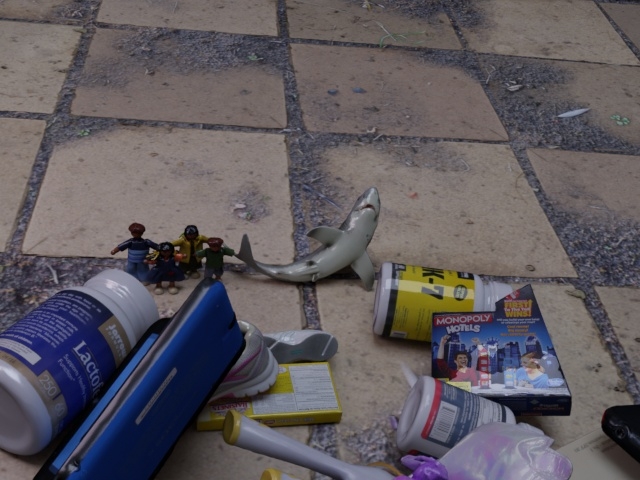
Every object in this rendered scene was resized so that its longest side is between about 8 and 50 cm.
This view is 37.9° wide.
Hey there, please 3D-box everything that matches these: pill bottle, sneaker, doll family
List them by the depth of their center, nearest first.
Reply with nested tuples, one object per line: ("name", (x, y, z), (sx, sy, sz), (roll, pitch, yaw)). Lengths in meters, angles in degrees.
("pill bottle", (0.203, 0.262, 1.258), (0.180, 0.108, 0.108), (22, 35, -4))
("sneaker", (-0.181, 0.177, 1.271), (0.252, 0.111, 0.103), (-24, 41, -22))
("pill bottle", (-0.349, 0.156, 1.276), (0.153, 0.153, 0.265), (22, 38, 20))
("sneaker", (-0.050, 0.164, 1.421), (0.152, 0.053, 0.061), (-3, 6, -2))
("pill bottle", (0.193, 0.105, 1.483), (0.208, 0.119, 0.119), (7, 35, -1))
("doll family", (-0.241, 0.022, 1.523), (0.193, 0.111, 0.076), (-10, 39, -23))

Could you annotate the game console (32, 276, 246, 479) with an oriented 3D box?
("game console", (-0.240, 0.181, 1.101), (0.173, 0.250, 0.293), (25, 63, 20))

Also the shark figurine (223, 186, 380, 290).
("shark figurine", (-0.017, 0.023, 1.607), (0.278, 0.166, 0.116), (-19, 14, -7))

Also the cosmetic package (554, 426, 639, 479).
("cosmetic package", (0.408, 0.381, 1.134), (0.160, 0.113, 0.309), (-17, 41, -32))

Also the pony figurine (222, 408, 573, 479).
("pony figurine", (0.087, 0.311, 1.041), (0.363, 0.303, 0.351), (14, 4, -19))

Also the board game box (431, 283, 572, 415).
("board game box", (0.262, 0.158, 1.366), (0.194, 0.060, 0.194), (-2, 51, 11))

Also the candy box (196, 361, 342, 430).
("candy box", (-0.079, 0.223, 1.341), (0.206, 0.027, 0.105), (-1, 38, -11))

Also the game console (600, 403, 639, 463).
("game console", (0.573, 0.334, 1.162), (0.342, 0.060, 0.386), (13, 22, -45))
